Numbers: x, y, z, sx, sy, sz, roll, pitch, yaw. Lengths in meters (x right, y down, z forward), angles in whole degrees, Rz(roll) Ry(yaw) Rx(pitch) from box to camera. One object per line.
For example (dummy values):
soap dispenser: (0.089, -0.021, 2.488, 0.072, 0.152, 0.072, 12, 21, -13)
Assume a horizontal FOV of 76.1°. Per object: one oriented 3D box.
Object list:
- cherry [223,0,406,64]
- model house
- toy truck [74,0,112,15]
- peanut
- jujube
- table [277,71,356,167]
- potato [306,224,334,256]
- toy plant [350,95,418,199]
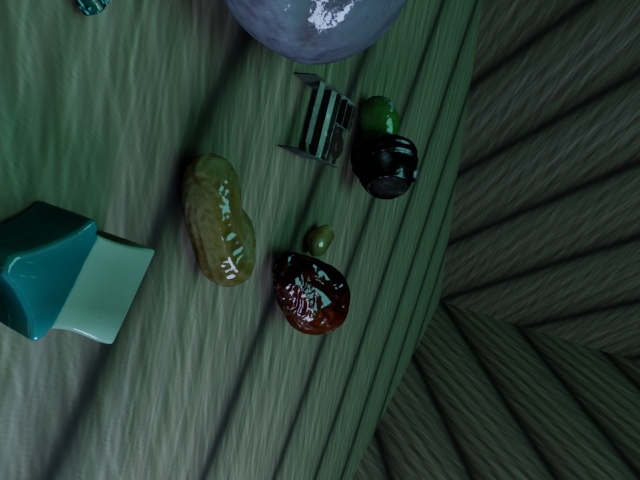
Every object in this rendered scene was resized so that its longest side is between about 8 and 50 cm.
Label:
cherry: (0.003, -0.384, 0.541, 0.326, 0.292, 0.335, -59, 176, -27)
model house: (-0.279, 0.032, 0.429, 0.126, 0.101, 0.149, -69, 155, -11)
toy truck: (-0.243, -0.273, 0.406, 0.044, 0.039, 0.083, -47, 147, -19)
peanut: (-0.158, -0.028, 0.643, 0.108, 0.095, 0.225, -65, 153, -53)
jujube: (-0.025, 0.114, 0.909, 0.168, 0.168, 0.236, -63, 145, -22)
table: (-0.003, -0.243, 0.853, 0.175, 0.063, 0.146, 7, 98, -62)
potato: (0.000, 0.000, 0.994, 0.083, 0.062, 0.068, -36, 170, -19)
toy plant: (0.165, -0.241, 1.087, 0.218, 0.176, 0.234, 62, 22, -63)
